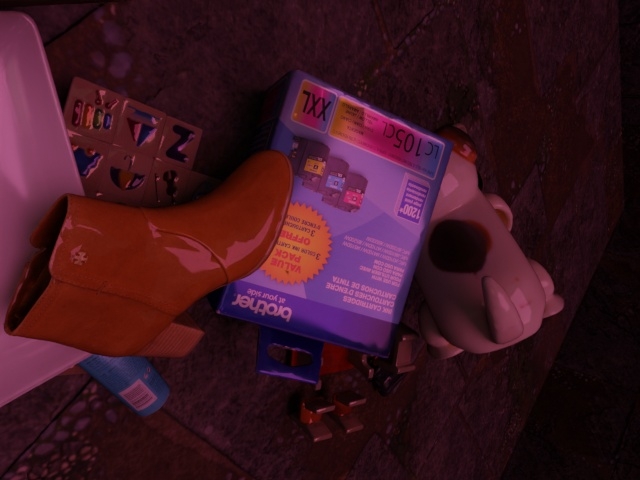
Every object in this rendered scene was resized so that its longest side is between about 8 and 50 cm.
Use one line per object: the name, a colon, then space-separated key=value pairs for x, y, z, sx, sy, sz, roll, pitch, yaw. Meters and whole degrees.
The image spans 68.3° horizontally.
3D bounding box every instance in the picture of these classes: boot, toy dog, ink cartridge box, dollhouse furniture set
boot: x=0.154 y=0.287 z=1.080 sx=0.121 sy=0.045 sz=0.099 roll=-46 pitch=127 yaw=-27
toy dog: x=0.230 y=-0.001 z=0.893 sx=0.408 sy=0.284 sz=0.395 roll=66 pitch=22 yaw=9
ink cartridge box: x=0.000 y=0.000 z=0.699 sx=0.269 sy=0.151 sz=0.396 roll=18 pitch=89 yaw=-20
boot: x=-0.161 y=-0.009 z=0.492 sx=0.295 sy=0.104 sz=0.211 roll=-59 pitch=143 yaw=-4
dollhouse furniture set: x=0.053 y=0.215 z=0.923 sx=0.258 sy=0.135 sz=0.262 roll=0 pitch=101 yaw=-34

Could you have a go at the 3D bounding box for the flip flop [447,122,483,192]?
flip flop: x=0.349 y=-0.145 z=1.137 sx=0.112 sy=0.080 sz=0.277 roll=-32 pitch=122 yaw=-36

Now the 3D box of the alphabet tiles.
alphabet tiles: x=-0.260 y=0.002 z=0.571 sx=0.285 sy=0.011 sz=0.343 roll=13 pitch=95 yaw=-52

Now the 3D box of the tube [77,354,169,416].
tube: x=-0.263 y=0.136 z=0.579 sx=0.080 sy=0.052 sz=0.207 roll=-50 pitch=129 yaw=-33

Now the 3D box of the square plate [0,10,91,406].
square plate: x=-0.356 y=0.011 z=0.376 sx=0.344 sy=0.049 sz=0.348 roll=-32 pitch=124 yaw=-47

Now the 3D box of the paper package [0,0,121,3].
paper package: x=-0.322 y=-0.218 z=0.255 sx=0.324 sy=0.309 sz=0.168 roll=-24 pitch=125 yaw=-38
